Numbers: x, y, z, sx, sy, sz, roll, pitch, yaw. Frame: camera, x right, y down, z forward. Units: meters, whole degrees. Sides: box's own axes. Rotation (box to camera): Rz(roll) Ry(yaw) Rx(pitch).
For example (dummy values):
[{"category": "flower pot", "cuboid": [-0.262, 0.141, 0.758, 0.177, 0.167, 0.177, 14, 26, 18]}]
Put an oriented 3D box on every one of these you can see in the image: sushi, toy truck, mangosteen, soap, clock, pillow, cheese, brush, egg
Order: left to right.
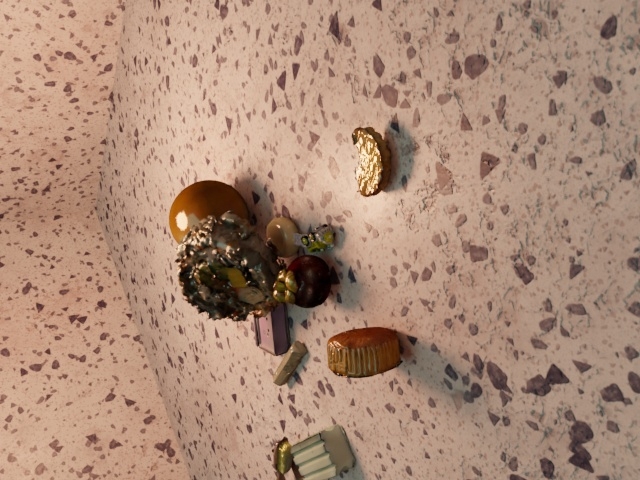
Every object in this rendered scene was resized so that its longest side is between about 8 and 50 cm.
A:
[{"category": "egg", "cuboid": [-0.412, -0.078, 2.142, 0.351, 0.283, 0.282, -23, 80, 60]}, {"category": "sushi", "cuboid": [-0.292, 0.100, 1.922, 0.417, 0.176, 0.417, 12, 130, 15]}, {"category": "clock", "cuboid": [-0.181, 0.309, 2.108, 0.145, 0.073, 0.193, 11, 109, 55]}, {"category": "brush", "cuboid": [-0.137, 0.864, 2.172, 0.067, 0.072, 0.313, 32, 131, 38]}, {"category": "cheese", "cuboid": [-0.101, -0.007, 1.898, 0.227, 0.064, 0.137, 8, 108, 54]}, {"category": "mangosteen", "cuboid": [-0.055, 0.129, 1.762, 0.166, 0.180, 0.166, 167, 90, -69]}, {"category": "pillow", "cuboid": [-0.063, 0.876, 2.140, 0.232, 0.043, 0.126, 64, 145, 22]}, {"category": "toy truck", "cuboid": [0.000, 0.000, 1.746, 0.111, 0.076, 0.077, -22, 99, 55]}, {"category": "soap", "cuboid": [0.007, 0.718, 1.947, 0.150, 0.094, 0.261, 62, 143, 14]}]

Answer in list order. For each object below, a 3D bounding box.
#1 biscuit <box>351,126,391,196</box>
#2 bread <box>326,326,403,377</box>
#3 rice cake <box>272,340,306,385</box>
[{"category": "biscuit", "cuboid": [0.140, -0.197, 1.478, 0.118, 0.061, 0.183, 20, 118, 51]}, {"category": "bread", "cuboid": [0.115, 0.289, 1.545, 0.199, 0.199, 0.104, -1, 97, 57]}, {"category": "rice cake", "cuboid": [-0.113, 0.444, 2.072, 0.057, 0.052, 0.256, 36, 135, 7]}]
